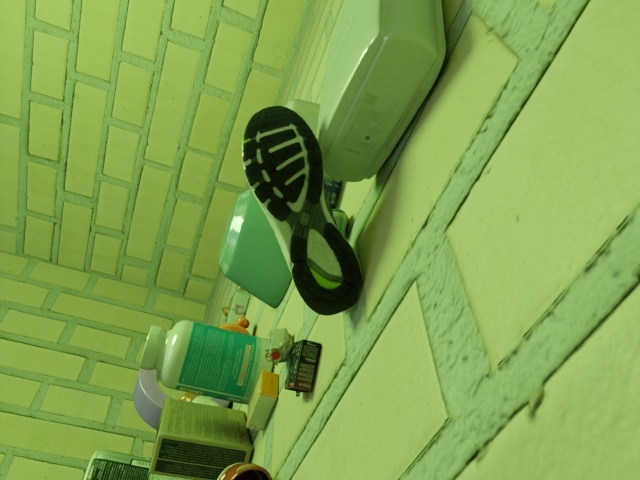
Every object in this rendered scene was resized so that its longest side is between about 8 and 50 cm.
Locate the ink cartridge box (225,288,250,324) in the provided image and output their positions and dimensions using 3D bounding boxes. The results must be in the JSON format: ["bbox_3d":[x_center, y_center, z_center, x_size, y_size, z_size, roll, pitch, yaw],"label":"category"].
[{"bbox_3d":[-0.284,0.233,1.892,0.088,0.052,0.122,-168,95,-78],"label":"ink cartridge box"}]

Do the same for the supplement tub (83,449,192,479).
[{"bbox_3d":[-0.394,0.612,1.283,0.193,0.316,0.194,-163,90,-78],"label":"supplement tub"}]

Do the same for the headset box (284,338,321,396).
[{"bbox_3d":[-0.029,0.200,0.858,0.062,0.032,0.083,135,148,-67],"label":"headset box"}]

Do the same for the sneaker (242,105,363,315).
[{"bbox_3d":[-0.033,-0.042,0.783,0.121,0.111,0.300,158,95,-84],"label":"sneaker"}]

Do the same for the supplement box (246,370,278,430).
[{"bbox_3d":[-0.113,0.312,1.077,0.062,0.036,0.098,-96,24,-61],"label":"supplement box"}]

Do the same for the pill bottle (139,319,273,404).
[{"bbox_3d":[-0.241,0.255,1.178,0.146,0.264,0.146,-164,90,-77],"label":"pill bottle"}]

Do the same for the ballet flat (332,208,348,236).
[{"bbox_3d":[0.000,0.000,0.937,0.168,0.057,0.052,130,143,-63],"label":"ballet flat"}]

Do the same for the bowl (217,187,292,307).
[{"bbox_3d":[-0.149,-0.005,1.350,0.311,0.163,0.312,-164,90,-77],"label":"bowl"}]

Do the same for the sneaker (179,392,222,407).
[{"bbox_3d":[-0.318,0.489,1.446,0.106,0.123,0.290,-43,-28,-44],"label":"sneaker"}]

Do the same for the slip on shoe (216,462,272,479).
[{"bbox_3d":[-0.138,0.485,0.800,0.101,0.123,0.331,126,161,-48],"label":"slip on shoe"}]

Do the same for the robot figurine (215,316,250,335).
[{"bbox_3d":[-0.254,0.292,1.521,0.219,0.128,0.158,147,123,-70],"label":"robot figurine"}]

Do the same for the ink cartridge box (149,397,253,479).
[{"bbox_3d":[-0.258,0.431,1.198,0.234,0.193,0.088,-175,100,-78],"label":"ink cartridge box"}]

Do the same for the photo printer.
[{"bbox_3d":[0.080,-0.276,0.803,0.256,0.107,0.308,121,160,-51],"label":"photo printer"}]

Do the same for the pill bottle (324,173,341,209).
[{"bbox_3d":[-0.006,-0.068,1.015,0.067,0.067,0.120,171,115,-76],"label":"pill bottle"}]

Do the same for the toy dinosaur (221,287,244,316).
[{"bbox_3d":[-0.332,0.265,2.043,0.112,0.064,0.212,158,126,-73],"label":"toy dinosaur"}]

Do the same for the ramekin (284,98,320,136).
[{"bbox_3d":[-0.055,-0.248,1.361,0.207,0.109,0.207,-164,90,-78],"label":"ramekin"}]

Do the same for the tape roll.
[{"bbox_3d":[-0.391,0.429,1.594,0.275,0.274,0.090,-98,27,-61],"label":"tape roll"}]

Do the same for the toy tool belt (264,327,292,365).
[{"bbox_3d":[-0.076,0.208,1.040,0.083,0.052,0.051,-86,-14,-55],"label":"toy tool belt"}]
